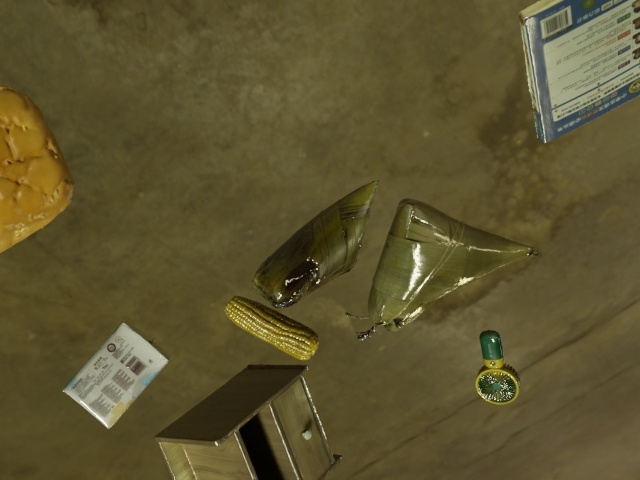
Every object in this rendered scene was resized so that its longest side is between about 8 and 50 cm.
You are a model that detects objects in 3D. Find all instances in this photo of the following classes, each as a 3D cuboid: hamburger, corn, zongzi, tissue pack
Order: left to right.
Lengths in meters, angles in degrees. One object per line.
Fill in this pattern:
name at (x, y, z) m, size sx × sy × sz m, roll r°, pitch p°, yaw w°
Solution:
hamburger at (-0.598, -0.122, 1.260) m, size 0.318 × 0.319 × 0.158 m, roll 16°, pitch 166°, yaw -42°
tissue pack at (-0.520, 0.341, 1.888) m, size 0.229 × 0.159 × 0.145 m, roll -50°, pitch -176°, yaw -6°
corn at (-0.110, 0.198, 1.669) m, size 0.231 × 0.080 × 0.080 m, roll 28°, pitch 128°, yaw 0°
zongzi at (0.000, 0.000, 1.633) m, size 0.286 × 0.138 × 0.300 m, roll -30°, pitch 160°, yaw -40°
zongzi at (0.311, 0.142, 1.941) m, size 0.418 × 0.181 × 0.447 m, roll 18°, pitch 107°, yaw -2°

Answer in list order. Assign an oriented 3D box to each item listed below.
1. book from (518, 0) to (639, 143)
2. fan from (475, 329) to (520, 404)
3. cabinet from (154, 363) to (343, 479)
book at (0.595, -0.408, 1.582) m, size 0.300 × 0.039 × 0.428 m, roll -27°, pitch 145°, yaw 6°
fan at (0.330, 0.234, 1.364) m, size 0.082 × 0.039 × 0.155 m, roll -3°, pitch 115°, yaw 25°
cabinet at (-0.099, 0.314, 1.100) m, size 0.148 × 0.175 × 0.215 m, roll -9°, pitch -165°, yaw 40°
